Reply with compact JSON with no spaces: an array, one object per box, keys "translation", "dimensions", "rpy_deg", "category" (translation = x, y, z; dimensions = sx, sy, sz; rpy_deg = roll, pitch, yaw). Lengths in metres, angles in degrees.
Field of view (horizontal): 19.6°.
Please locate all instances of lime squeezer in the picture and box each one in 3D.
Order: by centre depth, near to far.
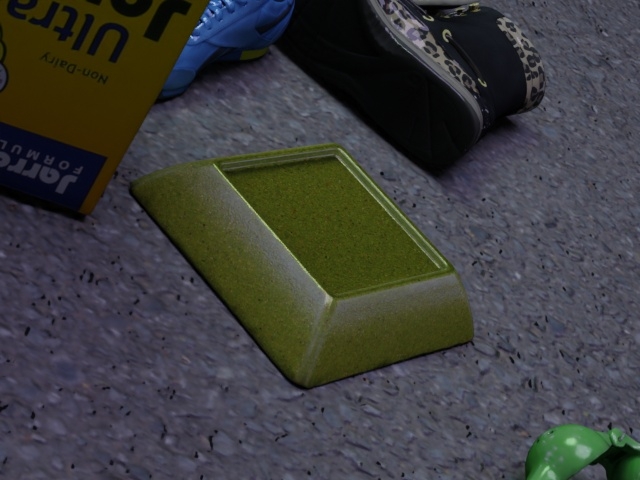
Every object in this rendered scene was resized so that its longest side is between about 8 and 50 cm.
[{"translation":[0.193,0.166,1.153],"dimensions":[0.310,0.059,0.110],"rpy_deg":[10,38,-34],"category":"lime squeezer"}]

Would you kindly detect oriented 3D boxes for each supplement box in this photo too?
[{"translation":[-0.154,-0.227,1.097],"dimensions":[0.194,0.356,0.195],"rpy_deg":[19,33,-21],"category":"supplement box"}]

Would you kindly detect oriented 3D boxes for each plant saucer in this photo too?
[{"translation":[0.000,0.000,1.220],"dimensions":[0.188,0.045,0.188],"rpy_deg":[-12,52,-49],"category":"plant saucer"}]

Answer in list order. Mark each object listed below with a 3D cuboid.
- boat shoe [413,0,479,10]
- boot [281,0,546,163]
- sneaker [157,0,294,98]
[{"translation":[0.031,-0.232,1.562],"dimensions":[0.233,0.084,0.079],"rpy_deg":[3,4,-29],"category":"boat shoe"},{"translation":[0.067,-0.168,1.479],"dimensions":[0.236,0.085,0.178],"rpy_deg":[47,31,11],"category":"boot"},{"translation":[-0.085,-0.163,1.339],"dimensions":[0.069,0.082,0.209],"rpy_deg":[42,34,12],"category":"sneaker"}]
